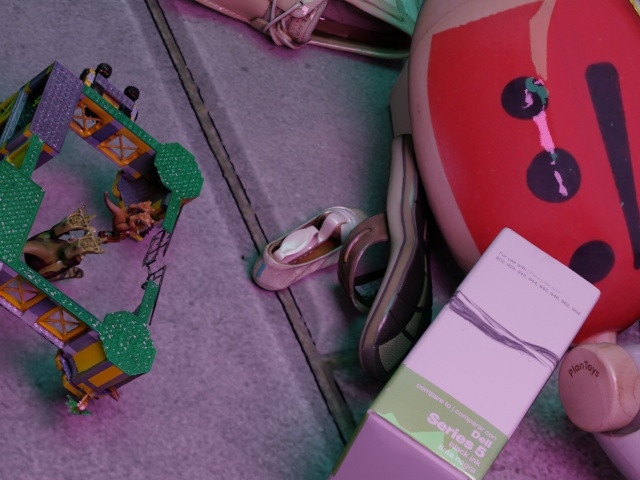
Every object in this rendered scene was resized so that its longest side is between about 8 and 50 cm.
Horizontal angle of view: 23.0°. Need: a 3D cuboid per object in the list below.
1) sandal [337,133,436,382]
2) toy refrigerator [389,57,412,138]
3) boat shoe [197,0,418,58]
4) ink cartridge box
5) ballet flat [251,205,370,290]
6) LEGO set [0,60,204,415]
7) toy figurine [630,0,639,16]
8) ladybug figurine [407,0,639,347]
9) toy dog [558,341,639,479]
[{"bbox_3d":[0.064,0.020,1.585,0.086,0.120,0.303,-4,45,13],"label":"sandal"},{"bbox_3d":[0.219,-0.132,1.767,0.269,0.094,0.102,4,58,-17],"label":"toy refrigerator"},{"bbox_3d":[-0.026,-0.273,1.785,0.302,0.109,0.098,11,47,-19],"label":"boat shoe"},{"bbox_3d":[0.122,0.149,1.420,0.114,0.198,0.273,34,48,9],"label":"ink cartridge box"},{"bbox_3d":[0.000,0.000,1.599,0.057,0.052,0.168,42,50,17],"label":"ballet flat"},{"bbox_3d":[-0.266,0.007,1.451,0.255,0.192,0.331,33,44,-33],"label":"LEGO set"},{"bbox_3d":[0.321,-0.298,1.948,0.217,0.191,0.363,36,32,-31],"label":"toy figurine"},{"bbox_3d":[0.252,-0.104,1.607,0.305,0.162,0.449,-14,88,-28],"label":"ladybug figurine"},{"bbox_3d":[0.307,0.235,1.469,0.220,0.161,0.334,14,65,-20],"label":"toy dog"}]
